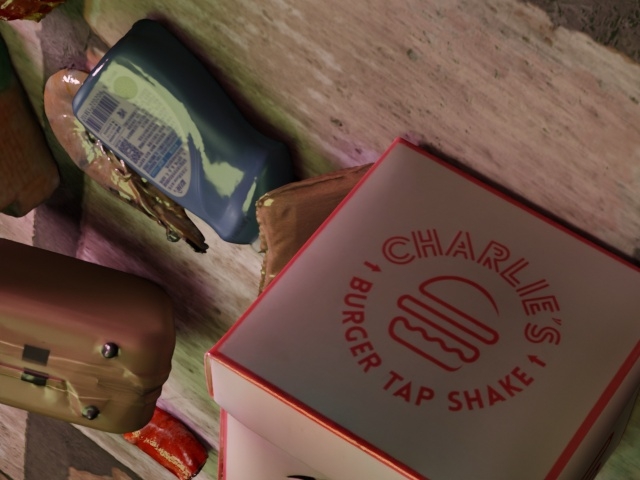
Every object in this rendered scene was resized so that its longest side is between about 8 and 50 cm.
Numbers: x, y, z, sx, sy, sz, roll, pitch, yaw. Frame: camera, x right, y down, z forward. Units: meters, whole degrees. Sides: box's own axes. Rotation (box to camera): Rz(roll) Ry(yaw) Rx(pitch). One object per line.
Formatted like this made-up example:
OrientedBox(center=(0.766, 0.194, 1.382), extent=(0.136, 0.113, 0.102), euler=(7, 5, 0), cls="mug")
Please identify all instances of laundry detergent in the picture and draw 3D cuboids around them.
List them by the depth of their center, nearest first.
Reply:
OrientedBox(center=(-0.113, -0.089, 1.725), extent=(0.290, 0.094, 0.143), euler=(42, 131, -5), cls="laundry detergent")

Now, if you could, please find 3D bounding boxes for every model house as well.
OrientedBox(center=(-0.502, -0.090, 1.920), extent=(0.194, 0.325, 0.267), euler=(15, 139, 33), cls="model house")

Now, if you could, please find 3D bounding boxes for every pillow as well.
OrientedBox(center=(-0.003, 0.001, 1.683), extent=(0.211, 0.135, 0.034), euler=(96, 153, -52), cls="pillow")

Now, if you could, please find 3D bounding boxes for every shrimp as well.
OrientedBox(center=(-0.201, -0.100, 1.838), extent=(0.254, 0.059, 0.145), euler=(39, 139, 14), cls="shrimp")

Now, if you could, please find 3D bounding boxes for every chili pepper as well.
OrientedBox(center=(-0.212, 0.273, 2.281), extent=(0.123, 0.073, 0.070), euler=(42, 106, -3), cls="chili pepper")

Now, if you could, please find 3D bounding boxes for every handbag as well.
OrientedBox(center=(-0.323, 0.098, 2.031), extent=(0.302, 0.283, 0.149), euler=(14, 111, -5), cls="handbag")

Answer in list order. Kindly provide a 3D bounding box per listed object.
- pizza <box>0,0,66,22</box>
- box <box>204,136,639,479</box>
OrientedBox(center=(-0.289, -0.260, 1.681), extent=(0.199, 0.188, 0.062), euler=(-12, 79, 33), cls="pizza")
OrientedBox(center=(0.106, 0.155, 1.565), extent=(0.314, 0.312, 0.300), euler=(30, 147, 17), cls="box")
